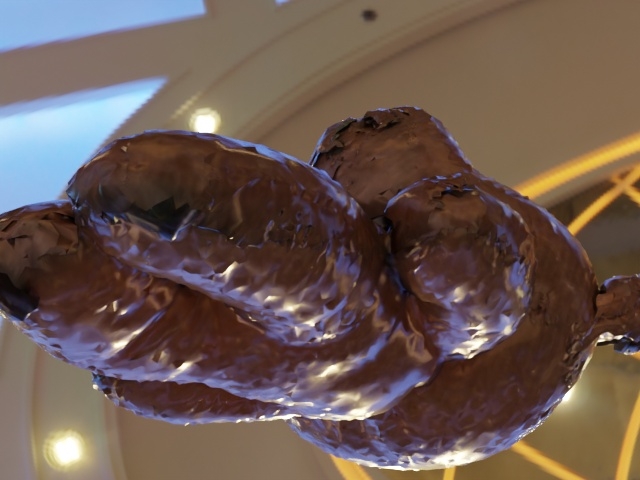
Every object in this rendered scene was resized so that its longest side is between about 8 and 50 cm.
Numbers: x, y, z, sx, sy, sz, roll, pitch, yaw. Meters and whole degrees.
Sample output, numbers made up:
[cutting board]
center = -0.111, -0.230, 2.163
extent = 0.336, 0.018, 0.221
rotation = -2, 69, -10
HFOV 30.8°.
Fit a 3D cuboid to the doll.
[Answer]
[doll]
center = 0.000, 0.000, 0.474
extent = 0.201, 0.303, 0.156
rotation = -18, -117, 29
